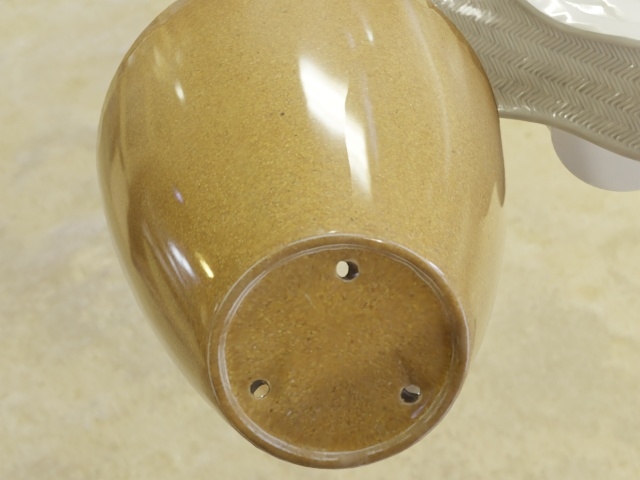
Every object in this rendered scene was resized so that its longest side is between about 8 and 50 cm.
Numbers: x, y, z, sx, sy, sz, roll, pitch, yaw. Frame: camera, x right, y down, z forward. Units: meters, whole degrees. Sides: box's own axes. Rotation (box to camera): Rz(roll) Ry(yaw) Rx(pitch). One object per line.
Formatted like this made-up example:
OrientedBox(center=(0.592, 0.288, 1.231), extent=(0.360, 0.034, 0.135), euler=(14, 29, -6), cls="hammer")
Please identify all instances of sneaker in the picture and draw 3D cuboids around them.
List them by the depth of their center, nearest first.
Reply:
OrientedBox(center=(0.189, -0.137, 1.077), extent=(0.169, 0.108, 0.292), euler=(-16, 36, -38), cls="sneaker")

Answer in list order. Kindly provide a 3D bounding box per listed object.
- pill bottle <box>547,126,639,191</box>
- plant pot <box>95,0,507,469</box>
OrientedBox(center=(0.257, -0.158, 1.333), extent=(0.152, 0.152, 0.272), euler=(-8, 33, 18), cls="pill bottle")
OrientedBox(center=(0.000, 0.000, 0.807), extent=(0.237, 0.237, 0.254), euler=(-21, 23, 3), cls="plant pot")
